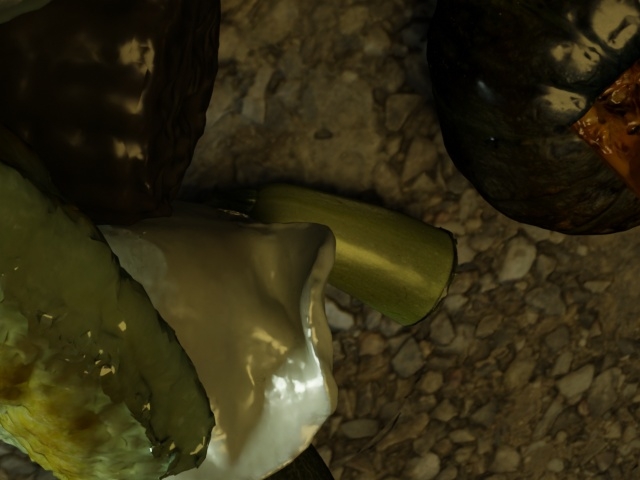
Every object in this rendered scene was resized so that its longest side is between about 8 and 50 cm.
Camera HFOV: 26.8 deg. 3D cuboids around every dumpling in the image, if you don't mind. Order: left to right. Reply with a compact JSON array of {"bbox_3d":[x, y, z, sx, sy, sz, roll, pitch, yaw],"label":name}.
[{"bbox_3d":[-0.138,0.085,1.024,0.318,0.242,0.187,-7,164,3],"label":"dumpling"}]

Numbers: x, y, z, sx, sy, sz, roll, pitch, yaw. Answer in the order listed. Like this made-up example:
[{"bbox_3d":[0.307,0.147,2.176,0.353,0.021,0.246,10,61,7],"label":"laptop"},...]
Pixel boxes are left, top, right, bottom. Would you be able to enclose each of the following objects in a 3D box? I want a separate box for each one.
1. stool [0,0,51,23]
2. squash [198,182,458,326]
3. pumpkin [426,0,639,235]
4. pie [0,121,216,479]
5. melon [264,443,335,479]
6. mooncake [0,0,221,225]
[{"bbox_3d":[-0.238,-0.280,0.732,0.297,0.330,0.297,-10,120,-17],"label":"stool"},{"bbox_3d":[0.000,0.000,1.143,0.224,0.094,0.094,19,108,-23],"label":"squash"},{"bbox_3d":[0.232,-0.149,1.076,0.321,0.192,0.320,-11,128,-14],"label":"pumpkin"},{"bbox_3d":[-0.255,-0.018,0.752,0.180,0.418,0.395,-57,154,-17],"label":"pie"},{"bbox_3d":[-0.094,0.255,1.139,0.238,0.237,0.301,-25,121,-9],"label":"melon"},{"bbox_3d":[-0.140,-0.117,0.921,0.124,0.228,0.228,9,117,7],"label":"mooncake"}]
